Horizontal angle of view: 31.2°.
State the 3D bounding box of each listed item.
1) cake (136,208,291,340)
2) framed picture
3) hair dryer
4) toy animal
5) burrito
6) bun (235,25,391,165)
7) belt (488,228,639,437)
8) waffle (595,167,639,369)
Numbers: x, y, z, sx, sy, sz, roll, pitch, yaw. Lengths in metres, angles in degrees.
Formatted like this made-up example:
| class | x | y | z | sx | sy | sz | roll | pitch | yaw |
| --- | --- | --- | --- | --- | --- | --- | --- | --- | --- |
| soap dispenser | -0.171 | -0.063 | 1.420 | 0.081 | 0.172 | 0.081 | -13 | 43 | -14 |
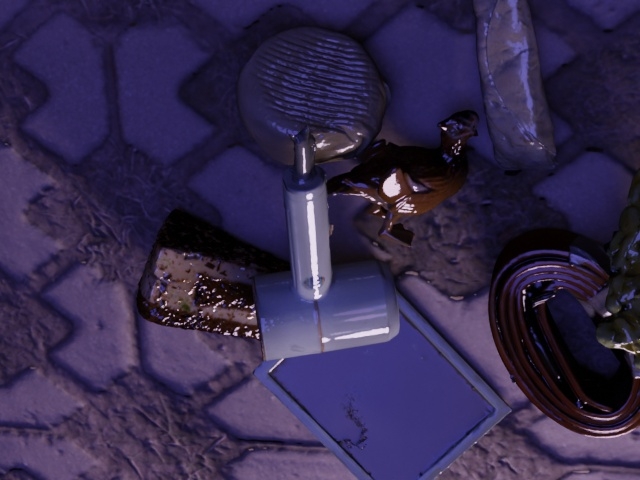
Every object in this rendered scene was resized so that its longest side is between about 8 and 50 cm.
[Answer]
| class | x | y | z | sx | sy | sz | roll | pitch | yaw |
| --- | --- | --- | --- | --- | --- | --- | --- | --- | --- |
| cake | -0.114 | 0.070 | 1.453 | 0.246 | 0.135 | 0.112 | 25 | 113 | 3 |
| framed picture | 0.080 | 0.194 | 1.491 | 0.216 | 0.016 | 0.273 | -42 | 97 | 6 |
| hair dryer | 0.000 | 0.000 | 1.310 | 0.173 | 0.108 | 0.357 | -10 | 139 | -5 |
| toy animal | 0.097 | -0.084 | 1.343 | 0.188 | 0.089 | 0.179 | 1 | 132 | -34 |
| burrito | 0.220 | -0.209 | 1.314 | 0.082 | 0.059 | 0.275 | 0 | 110 | 29 |
| bun | -0.009 | -0.160 | 1.354 | 0.173 | 0.113 | 0.166 | 43 | 75 | 13 |
| belt | 0.310 | 0.111 | 1.387 | 0.184 | 0.105 | 0.261 | -24 | 102 | 18 |
| waffle | 0.467 | 0.028 | 1.283 | 0.297 | 0.073 | 0.317 | 16 | 91 | -4 |
